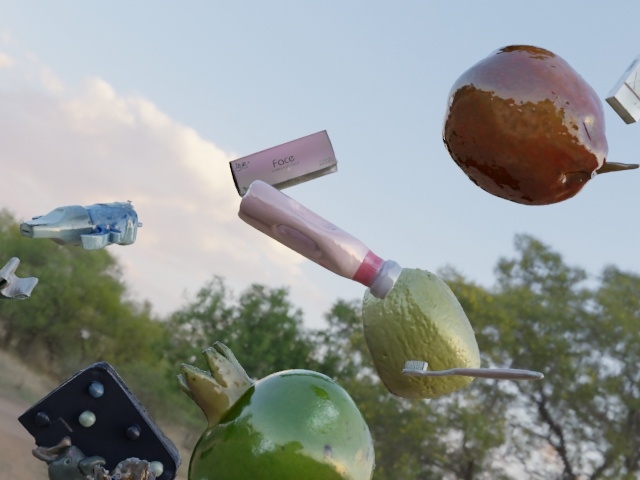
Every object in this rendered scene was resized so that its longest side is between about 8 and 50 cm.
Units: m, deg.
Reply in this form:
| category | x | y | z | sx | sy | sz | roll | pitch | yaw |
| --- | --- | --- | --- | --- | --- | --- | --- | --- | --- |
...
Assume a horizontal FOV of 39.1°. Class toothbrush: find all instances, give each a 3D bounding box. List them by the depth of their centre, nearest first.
| category | x | y | z | sx | sy | sz | roll | pitch | yaw |
| --- | --- | --- | --- | --- | --- | --- | --- | --- | --- |
| toothbrush | 0.283 | 0.247 | 1.713 | 0.307 | 0.029 | 0.025 | -4 | -30 | 41 |

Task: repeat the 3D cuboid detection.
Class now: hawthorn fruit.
| category | x | y | z | sx | sy | sz | roll | pitch | yaw |
| --- | --- | --- | --- | --- | --- | --- | --- | --- | --- |
| hawthorn fruit | 0.298 | -0.146 | 1.217 | 0.262 | 0.210 | 0.210 | 32 | -12 | 35 |

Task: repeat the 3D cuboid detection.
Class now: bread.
| category | x | y | z | sx | sy | sz | roll | pitch | yaw |
| --- | --- | --- | --- | --- | --- | --- | --- | --- | --- |
| bread | 0.246 | 0.220 | 2.144 | 0.237 | 0.320 | 0.320 | -18 | -36 | 18 |

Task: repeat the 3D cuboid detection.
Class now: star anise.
| category | x | y | z | sx | sy | sz | roll | pitch | yaw |
| --- | --- | --- | --- | --- | --- | --- | --- | --- | --- |
| star anise | -0.430 | 0.499 | 1.762 | 0.229 | 0.236 | 0.093 | 3 | 55 | -60 |

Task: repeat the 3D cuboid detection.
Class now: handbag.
| category | x | y | z | sx | sy | sz | roll | pitch | yaw |
| --- | --- | --- | --- | --- | --- | --- | --- | --- | --- |
| handbag | -0.499 | 0.464 | 2.005 | 0.325 | 0.269 | 0.118 | 53 | -5 | -4 |

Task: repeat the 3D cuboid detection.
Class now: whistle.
| category | x | y | z | sx | sy | sz | roll | pitch | yaw |
| --- | --- | --- | --- | --- | --- | --- | --- | --- | --- |
| whistle | -0.452 | -0.026 | 1.740 | 0.180 | 0.093 | 0.269 | 18 | 17 | 39 |

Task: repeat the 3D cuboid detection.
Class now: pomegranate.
| category | x | y | z | sx | sy | sz | roll | pitch | yaw |
| --- | --- | --- | --- | --- | --- | --- | --- | --- | --- |
| pomegranate | -0.097 | 0.326 | 1.381 | 0.358 | 0.310 | 0.216 | 48 | 27 | 0 |

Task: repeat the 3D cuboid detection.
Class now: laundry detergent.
| category | x | y | z | sx | sy | sz | roll | pitch | yaw |
| --- | --- | --- | --- | --- | --- | --- | --- | --- | --- |
| laundry detergent | 0.000 | 0.000 | 1.759 | 0.335 | 0.087 | 0.159 | 30 | -6 | 4 |

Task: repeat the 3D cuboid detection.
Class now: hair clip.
| category | x | y | z | sx | sy | sz | roll | pitch | yaw |
| --- | --- | --- | --- | --- | --- | --- | --- | --- | --- |
| hair clip | -0.553 | 0.089 | 1.400 | 0.219 | 0.159 | 0.071 | -18 | -63 | 22 |

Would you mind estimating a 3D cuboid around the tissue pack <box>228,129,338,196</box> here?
| category | x | y | z | sx | sy | sz | roll | pitch | yaw |
| --- | --- | --- | --- | --- | --- | --- | --- | --- | --- |
| tissue pack | -0.087 | -0.177 | 2.170 | 0.148 | 0.247 | 0.092 | 72 | -1 | -86 |

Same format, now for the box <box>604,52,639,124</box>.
| category | x | y | z | sx | sy | sz | roll | pitch | yaw |
| --- | --- | --- | --- | --- | --- | --- | --- | --- | --- |
| box | 0.714 | -0.345 | 2.038 | 0.084 | 0.154 | 0.040 | 45 | -21 | -16 |
